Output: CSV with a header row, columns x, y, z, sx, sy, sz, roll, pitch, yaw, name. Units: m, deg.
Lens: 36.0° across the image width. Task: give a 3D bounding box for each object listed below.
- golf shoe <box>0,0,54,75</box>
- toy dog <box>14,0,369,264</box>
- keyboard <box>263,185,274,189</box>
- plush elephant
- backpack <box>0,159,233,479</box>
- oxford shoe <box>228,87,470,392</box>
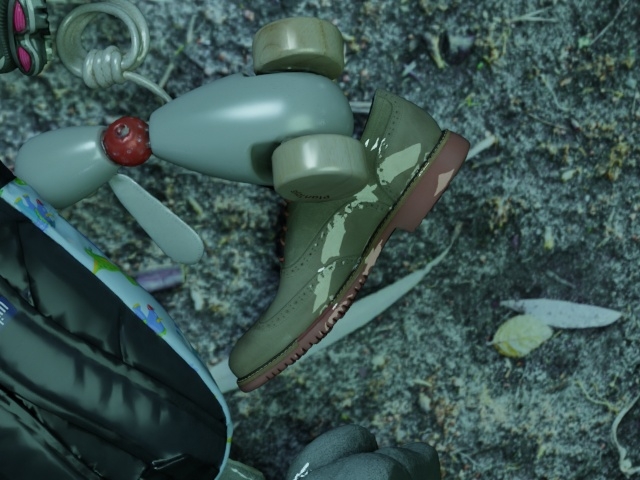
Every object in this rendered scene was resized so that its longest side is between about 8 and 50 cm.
x,y,z,sx,sy,sz,roll,pitch,yaw,name
-0.291,-0.263,0.815,0.120,0.105,0.273,-4,122,-13,golf shoe
-0.097,-0.088,0.919,0.161,0.333,0.220,45,58,-64,toy dog
-0.021,-0.098,1.046,0.192,0.038,0.100,17,115,-27,keyboard
-0.023,0.326,1.012,0.330,0.255,0.272,45,33,-56,plush elephant
-0.244,0.132,0.877,0.355,0.273,0.290,35,82,-4,backpack
0.000,0.000,1.025,0.130,0.123,0.348,38,92,-5,oxford shoe
